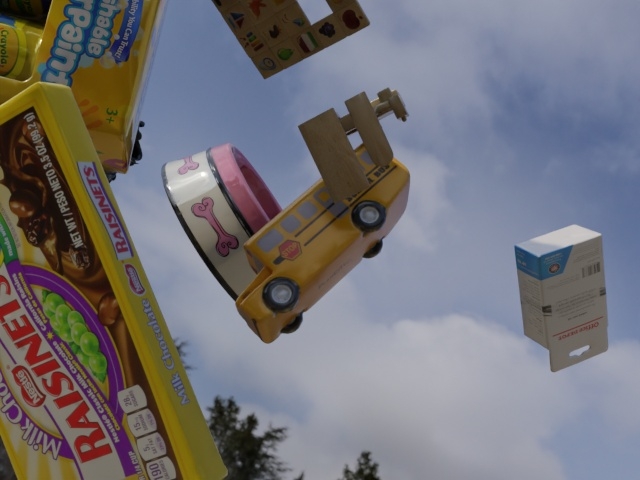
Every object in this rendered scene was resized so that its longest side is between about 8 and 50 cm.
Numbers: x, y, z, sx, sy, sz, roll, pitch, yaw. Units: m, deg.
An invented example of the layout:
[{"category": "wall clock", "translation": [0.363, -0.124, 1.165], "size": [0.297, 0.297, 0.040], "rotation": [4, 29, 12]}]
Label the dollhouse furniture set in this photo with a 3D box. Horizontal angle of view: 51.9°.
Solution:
[{"category": "dollhouse furniture set", "translation": [0.073, -0.143, 0.988], "size": [0.144, 0.151, 0.123], "rotation": [-25, -91, 14]}]

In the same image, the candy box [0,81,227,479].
[{"category": "candy box", "translation": [-0.131, 0.039, 0.326], "size": [0.105, 0.027, 0.205], "rotation": [-24, -92, 21]}]

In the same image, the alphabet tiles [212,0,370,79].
[{"category": "alphabet tiles", "translation": [-0.070, -0.367, 0.935], "size": [0.198, 0.009, 0.237], "rotation": [-18, -60, 32]}]

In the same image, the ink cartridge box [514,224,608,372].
[{"category": "ink cartridge box", "translation": [0.337, 0.081, 0.918], "size": [0.060, 0.104, 0.180], "rotation": [-142, -143, -65]}]

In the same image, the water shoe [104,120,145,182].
[{"category": "water shoe", "translation": [-0.354, -0.142, 1.147], "size": [0.080, 0.073, 0.203], "rotation": [14, -33, -15]}]

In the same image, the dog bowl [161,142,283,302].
[{"category": "dog bowl", "translation": [-0.166, -0.034, 1.438], "size": [0.150, 0.408, 0.408], "rotation": [-32, -50, 4]}]

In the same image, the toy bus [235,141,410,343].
[{"category": "toy bus", "translation": [0.000, 0.000, 1.009], "size": [0.130, 0.333, 0.108], "rotation": [42, -18, 20]}]

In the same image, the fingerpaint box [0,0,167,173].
[{"category": "fingerpaint box", "translation": [-0.390, -0.354, 0.866], "size": [0.371, 0.444, 0.163], "rotation": [13, -15, -12]}]
